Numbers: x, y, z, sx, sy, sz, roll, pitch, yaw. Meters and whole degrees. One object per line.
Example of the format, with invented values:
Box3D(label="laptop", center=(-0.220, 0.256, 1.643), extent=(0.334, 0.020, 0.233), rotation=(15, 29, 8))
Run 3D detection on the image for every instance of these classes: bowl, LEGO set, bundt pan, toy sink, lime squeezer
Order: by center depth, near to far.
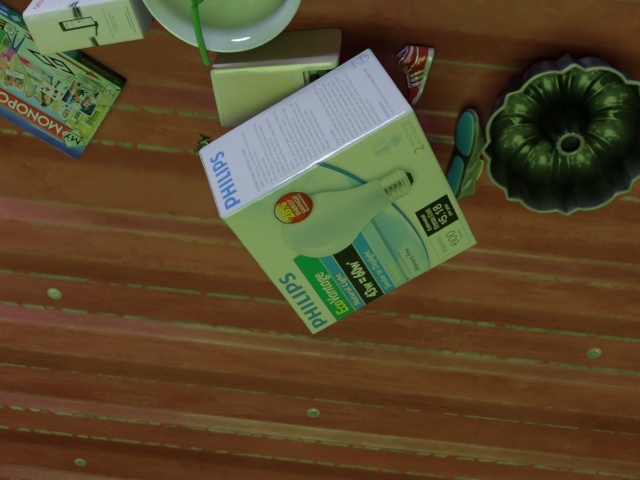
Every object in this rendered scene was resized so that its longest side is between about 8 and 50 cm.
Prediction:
Box3D(label="lime squeezer", center=(-0.182, -0.437, 1.408), extent=(0.110, 0.059, 0.310), rotation=(1, 135, -37))
Box3D(label="bowl", center=(-0.169, -0.491, 1.471), extent=(0.298, 0.134, 0.298), rotation=(2, 128, 3))
Box3D(label="toy sink", center=(-0.072, -0.304, 1.596), extent=(0.234, 0.153, 0.131), rotation=(-3, 127, 7))
Box3D(label="bundt pan", center=(0.473, -0.216, 1.629), extent=(0.331, 0.124, 0.331), rotation=(3, 129, 3))
Box3D(label="LEGO set", center=(-0.238, -0.185, 1.783), extent=(0.054, 0.023, 0.083), rotation=(-30, 119, 25))

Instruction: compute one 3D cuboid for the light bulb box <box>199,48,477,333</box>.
Box3D(label="light bulb box", center=(0.035, -0.080, 1.539), extent=(0.361, 0.225, 0.358), rotation=(-30, 131, 6))

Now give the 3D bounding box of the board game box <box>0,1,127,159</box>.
Box3D(label="board game box", center=(-0.579, -0.323, 1.696), extent=(0.317, 0.046, 0.213), rotation=(31, 123, -17))

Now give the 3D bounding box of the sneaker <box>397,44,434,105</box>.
Box3D(label="sneaker", center=(0.172, -0.320, 1.628), extent=(0.067, 0.042, 0.118), rotation=(11, 120, -8))

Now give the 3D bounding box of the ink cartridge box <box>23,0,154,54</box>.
Box3D(label="ink cartridge box", center=(-0.412, -0.420, 1.540), extent=(0.203, 0.148, 0.086), rotation=(-6, 129, 11))

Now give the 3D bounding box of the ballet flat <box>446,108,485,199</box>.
Box3D(label="ballet flat", center=(0.305, -0.177, 1.722), extent=(0.068, 0.072, 0.213), rotation=(-10, 132, -21))
